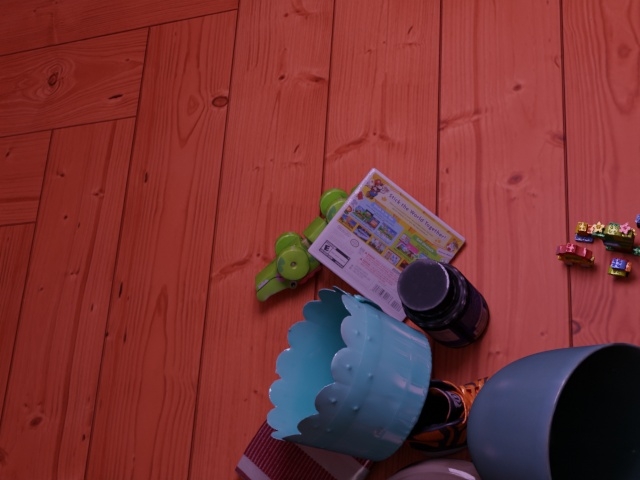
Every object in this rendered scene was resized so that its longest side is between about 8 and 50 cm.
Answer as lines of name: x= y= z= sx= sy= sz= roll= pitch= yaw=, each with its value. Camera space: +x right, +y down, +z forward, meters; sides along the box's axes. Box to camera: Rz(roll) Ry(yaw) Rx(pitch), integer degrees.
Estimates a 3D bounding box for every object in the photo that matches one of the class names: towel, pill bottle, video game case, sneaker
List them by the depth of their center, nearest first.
video game case: x=0.431 y=0.376 z=1.520 sx=0.173 sy=0.022 sz=0.190 roll=-41 pitch=50 yaw=24
sneaker: x=0.273 y=0.280 z=1.577 sx=0.321 sy=0.180 sz=0.124 roll=-27 pitch=61 yaw=13
pill bottle: x=0.215 y=0.109 z=1.648 sx=0.123 sy=0.219 sz=0.122 roll=-9 pitch=67 yaw=22
towel: x=0.009 y=0.362 z=1.741 sx=0.237 sy=0.037 sz=0.329 roll=33 pitch=87 yaw=35
video game case: x=0.126 y=0.010 z=1.780 sx=0.227 sy=0.026 sz=0.206 roll=38 pitch=89 yaw=2

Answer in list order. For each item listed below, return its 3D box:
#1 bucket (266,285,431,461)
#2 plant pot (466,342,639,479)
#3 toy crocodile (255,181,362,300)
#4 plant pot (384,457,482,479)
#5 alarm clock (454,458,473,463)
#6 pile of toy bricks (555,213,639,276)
bucket: x=0.048 y=0.232 z=1.580 sx=0.281 sy=0.183 sz=0.281 roll=-54 pitch=22 yaw=33
plant pot: x=0.364 y=0.299 z=1.410 sx=0.235 sy=0.293 sz=0.293 roll=-8 pitch=62 yaw=58
toy crocodile: x=0.000 y=0.000 z=1.863 sx=0.340 sy=0.105 sz=0.115 roll=-43 pitch=18 yaw=5
plant pot: x=0.161 y=0.515 z=1.436 sx=0.323 sy=0.280 sz=0.323 roll=-2 pitch=85 yaw=25
alarm clock: x=0.217 y=0.454 z=1.608 sx=0.192 sy=0.064 sz=0.129 roll=-36 pitch=60 yaw=11
pile of toy bricks: x=0.522 y=-0.002 z=1.617 sx=0.212 sy=0.105 sz=0.118 roll=9 pitch=74 yaw=27
